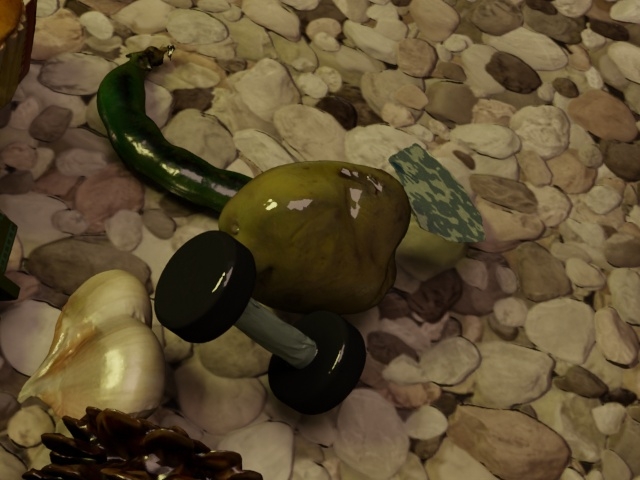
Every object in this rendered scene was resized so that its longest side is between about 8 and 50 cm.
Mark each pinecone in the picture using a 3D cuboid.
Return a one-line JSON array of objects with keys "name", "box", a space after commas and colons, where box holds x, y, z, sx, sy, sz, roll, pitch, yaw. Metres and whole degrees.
[{"name": "pinecone", "box": [-0.147, 0.232, 1.060, 0.208, 0.207, 0.207, 9, 48, -10]}]

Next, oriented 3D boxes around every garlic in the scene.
[{"name": "garlic", "box": [-0.191, 0.101, 1.181, 0.099, 0.124, 0.174, 29, 36, -39]}]

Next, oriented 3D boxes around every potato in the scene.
[{"name": "potato", "box": [-0.003, -0.002, 1.322, 0.200, 0.154, 0.137, -1, 7, -35]}]

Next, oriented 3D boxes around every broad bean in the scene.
[{"name": "broad bean", "box": [-0.147, -0.106, 1.441, 0.144, 0.049, 0.292, -23, 60, -33]}]

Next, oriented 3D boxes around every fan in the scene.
[{"name": "fan", "box": [0.124, -0.048, 1.447, 0.131, 0.009, 0.240, 32, 22, -11]}]

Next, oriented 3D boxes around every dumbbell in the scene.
[{"name": "dumbbell", "box": [-0.053, 0.077, 1.221, 0.191, 0.100, 0.100, 39, 36, -36]}]

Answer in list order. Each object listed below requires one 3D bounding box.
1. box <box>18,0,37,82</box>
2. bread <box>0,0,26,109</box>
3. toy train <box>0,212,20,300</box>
[{"name": "box", "box": [-0.522, -0.169, 1.328, 0.345, 0.122, 0.385, 23, 48, 2]}, {"name": "bread", "box": [-0.390, -0.211, 1.238, 0.250, 0.133, 0.179, 36, 53, 13]}, {"name": "toy train", "box": [-0.350, -0.001, 1.182, 0.090, 0.225, 0.137, -4, 61, 25]}]
